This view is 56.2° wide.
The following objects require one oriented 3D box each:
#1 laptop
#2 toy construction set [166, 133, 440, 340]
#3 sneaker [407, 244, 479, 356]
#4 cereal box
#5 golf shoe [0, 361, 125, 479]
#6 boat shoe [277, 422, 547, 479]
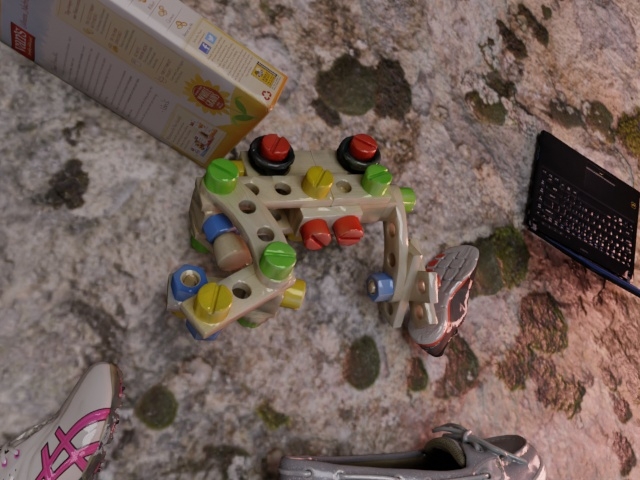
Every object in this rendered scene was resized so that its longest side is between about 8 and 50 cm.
[{"bbox_3d":[0.432,-0.020,0.868,0.234,0.136,0.264,25,67,-22],"label":"laptop"},{"bbox_3d":[0.000,0.000,0.618,0.328,0.151,0.215,6,51,-35],"label":"toy construction set"},{"bbox_3d":[0.158,0.076,0.753,0.158,0.061,0.065,-56,133,-26],"label":"sneaker"},{"bbox_3d":[-0.169,-0.169,0.553,0.240,0.173,0.047,33,65,-19],"label":"cereal box"},{"bbox_3d":[-0.228,0.182,0.495,0.086,0.067,0.186,31,65,-23],"label":"golf shoe"},{"bbox_3d":[0.107,0.251,0.640,0.320,0.118,0.103,-5,85,-23],"label":"boat shoe"}]
